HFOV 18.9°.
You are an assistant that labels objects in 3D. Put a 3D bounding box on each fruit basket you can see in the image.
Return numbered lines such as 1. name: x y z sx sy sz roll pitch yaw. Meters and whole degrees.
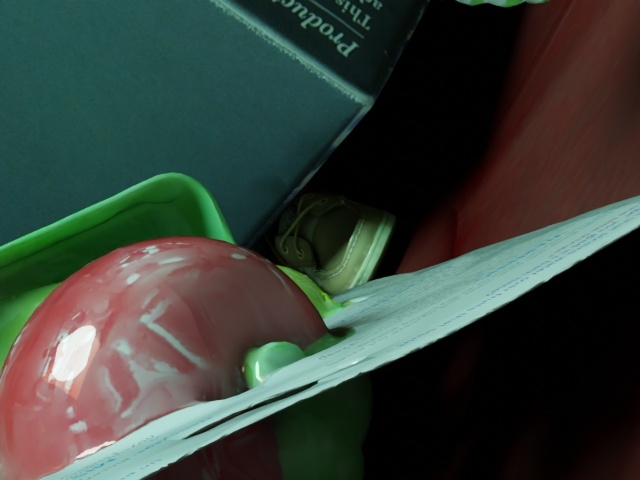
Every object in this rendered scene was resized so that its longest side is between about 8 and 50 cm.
1. fruit basket: -0.077 0.082 0.666 0.327 0.165 0.353 -26 8 -29

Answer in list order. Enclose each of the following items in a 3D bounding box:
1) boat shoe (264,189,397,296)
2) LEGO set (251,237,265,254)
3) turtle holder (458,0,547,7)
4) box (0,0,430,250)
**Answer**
1. boat shoe: 0.000 0.000 0.928 0.050 0.045 0.135 -65 12 -7
2. LEGO set: -0.210 0.053 1.143 0.255 0.192 0.331 26 84 47
3. turtle holder: 0.084 -0.244 0.689 0.320 0.227 0.243 -57 14 21
4. box: -0.056 -0.169 1.009 0.293 0.212 0.395 -48 10 49
